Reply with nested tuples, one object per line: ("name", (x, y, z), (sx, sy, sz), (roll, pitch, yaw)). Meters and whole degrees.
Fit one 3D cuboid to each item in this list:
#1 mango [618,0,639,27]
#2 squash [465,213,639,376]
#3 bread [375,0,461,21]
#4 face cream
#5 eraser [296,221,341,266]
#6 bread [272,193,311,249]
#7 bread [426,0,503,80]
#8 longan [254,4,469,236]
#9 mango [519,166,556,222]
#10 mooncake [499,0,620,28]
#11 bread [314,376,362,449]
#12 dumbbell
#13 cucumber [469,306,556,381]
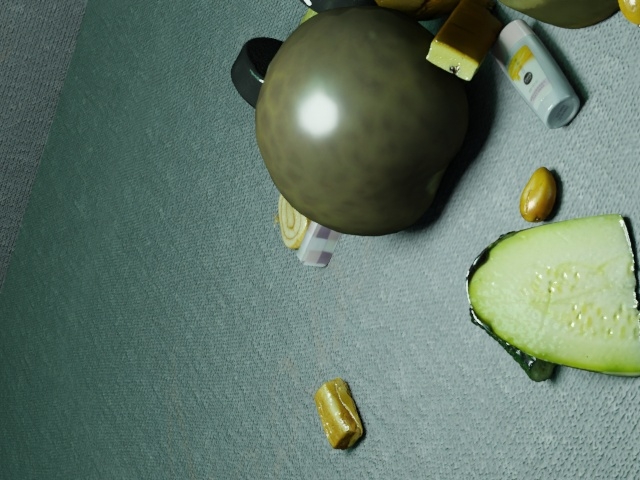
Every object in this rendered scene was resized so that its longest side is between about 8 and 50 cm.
("mango", (0.477, -0.391, 1.653), (0.098, 0.075, 0.190), (20, 99, 26))
("squash", (0.335, 0.086, 1.700), (0.204, 0.155, 0.236), (-25, 62, 54))
("bread", (0.194, -0.494, 2.005), (0.269, 0.195, 0.142), (-48, 39, 45))
("face cream", (0.338, -0.262, 1.853), (0.084, 0.057, 0.198), (-60, 39, 34))
("eraser", (0.000, 0.000, 2.303), (0.026, 0.065, 0.105), (50, 125, 48))
("bread", (-0.035, -0.057, 2.362), (0.122, 0.073, 0.149), (-38, 53, 44))
("bread", (0.245, -0.339, 1.923), (0.226, 0.088, 0.049), (-54, -12, -51))
("longan", (0.066, -0.206, 2.016), (0.405, 0.336, 0.404), (12, 116, 26))
("mango", (0.337, -0.071, 1.823), (0.060, 0.046, 0.089), (2, 81, 57))
("mooncake", (0.360, -0.472, 1.781), (0.284, 0.156, 0.284), (-17, 69, 56))
("bread", (0.034, 0.324, 2.192), (0.074, 0.053, 0.132), (-60, 39, 36))
("dumbbell", (-0.025, -0.407, 2.306), (0.322, 0.204, 0.203), (-56, 41, 33))
("cucumber", (0.298, 0.149, 1.829), (0.187, 0.058, 0.058), (48, 122, 52))
